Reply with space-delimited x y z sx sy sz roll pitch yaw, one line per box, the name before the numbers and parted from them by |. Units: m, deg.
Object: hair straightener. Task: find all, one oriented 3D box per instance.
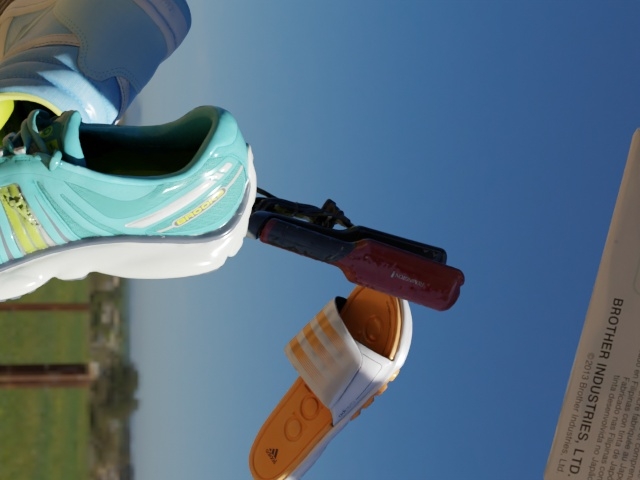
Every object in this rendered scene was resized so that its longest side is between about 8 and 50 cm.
hair straightener | 0.000 0.000 1.038 0.089 0.230 0.047 -118 -136 -62

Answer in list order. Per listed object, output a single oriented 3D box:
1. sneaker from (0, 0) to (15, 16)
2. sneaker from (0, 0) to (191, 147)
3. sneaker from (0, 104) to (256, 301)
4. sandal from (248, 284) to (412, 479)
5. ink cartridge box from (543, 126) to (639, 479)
sneaker | -0.299 -0.210 1.449 0.122 0.146 0.331 -26 -121 52
sneaker | -0.255 -0.114 1.106 0.319 0.127 0.208 -22 -148 57
sneaker | -0.178 -0.037 0.806 0.110 0.275 0.107 93 -16 -45
sandal | -0.006 0.148 1.306 0.265 0.076 0.102 -56 -132 14
ink cartridge box | 0.372 0.097 0.819 0.151 0.395 0.270 44 60 -56
